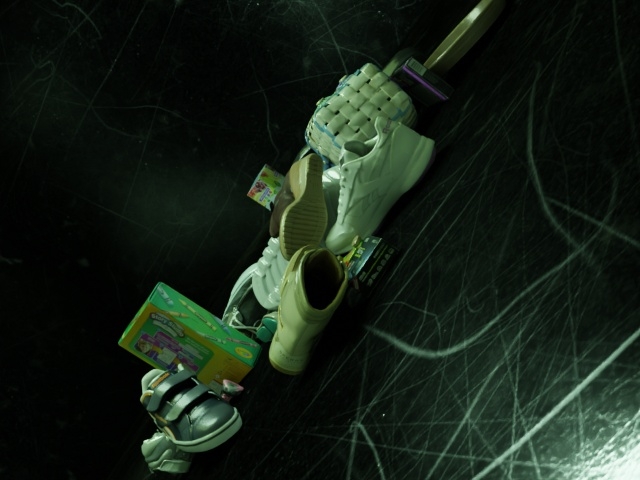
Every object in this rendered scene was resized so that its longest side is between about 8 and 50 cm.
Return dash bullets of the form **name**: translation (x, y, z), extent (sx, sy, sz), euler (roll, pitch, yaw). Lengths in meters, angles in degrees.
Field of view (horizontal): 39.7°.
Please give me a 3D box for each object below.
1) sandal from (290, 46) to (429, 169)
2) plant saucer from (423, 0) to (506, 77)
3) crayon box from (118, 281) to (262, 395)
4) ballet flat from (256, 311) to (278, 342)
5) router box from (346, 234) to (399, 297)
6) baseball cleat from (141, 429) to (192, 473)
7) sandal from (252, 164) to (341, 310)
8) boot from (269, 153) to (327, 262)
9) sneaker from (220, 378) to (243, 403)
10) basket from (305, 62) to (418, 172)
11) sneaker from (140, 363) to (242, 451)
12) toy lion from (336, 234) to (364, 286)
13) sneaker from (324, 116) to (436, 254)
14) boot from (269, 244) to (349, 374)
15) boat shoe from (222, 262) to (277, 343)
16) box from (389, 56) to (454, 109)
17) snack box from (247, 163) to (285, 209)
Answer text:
- **sandal**: translation (0.097, -0.294, 2.177), extent (0.446, 0.167, 0.107), euler (-44, 43, -1)
- **plant saucer**: translation (0.316, -0.451, 1.968), extent (0.278, 0.041, 0.278), euler (-47, 7, 8)
- **crayon box**: translation (-0.295, 0.237, 2.003), extent (0.165, 0.278, 0.081), euler (-50, 10, 33)
- **ballet flat**: translation (-0.099, 0.177, 1.910), extent (0.052, 0.057, 0.168), euler (-48, 4, -25)
- **router box**: translation (0.078, 0.040, 1.457), extent (0.092, 0.038, 0.122), euler (-55, 8, -2)
- **baseball cleat**: translation (-0.278, 0.432, 1.894), extent (0.206, 0.109, 0.072), euler (-28, -16, 7)
- **sandal**: translation (-0.007, -0.012, 1.926), extent (0.102, 0.169, 0.416), euler (2, -41, -49)
- **boot**: translation (-0.056, -0.038, 1.794), extent (0.207, 0.090, 0.248), euler (134, 151, -60)
- **sneaker**: translation (-0.199, 0.333, 1.917), extent (0.057, 0.047, 0.119), euler (-64, 2, -11)
- **basket**: translation (0.097, -0.256, 1.993), extent (0.255, 0.201, 0.289), euler (-45, -15, -10)
- **sneaker**: translation (-0.276, 0.330, 1.767), extent (0.126, 0.127, 0.321), euler (-36, 17, -29)
- **toy lion**: translation (0.050, 0.053, 1.623), extent (0.100, 0.034, 0.096), euler (-49, 17, 35)
- **sneaker**: translation (0.079, -0.104, 1.645), extent (0.305, 0.152, 0.114), euler (-52, 10, 31)
- **boot**: translation (-0.011, 0.069, 1.483), extent (0.203, 0.095, 0.261), euler (114, 174, -48)
- **boat shoe**: translation (-0.181, 0.213, 2.114), extent (0.119, 0.121, 0.335), euler (-100, 34, -68)
- **box**: translation (0.216, -0.340, 1.926), extent (0.029, 0.116, 0.162), euler (-55, 8, -7)
- **snack box**: translation (-0.103, -0.126, 2.623), extent (0.070, 0.207, 0.174), euler (-53, 9, 19)
